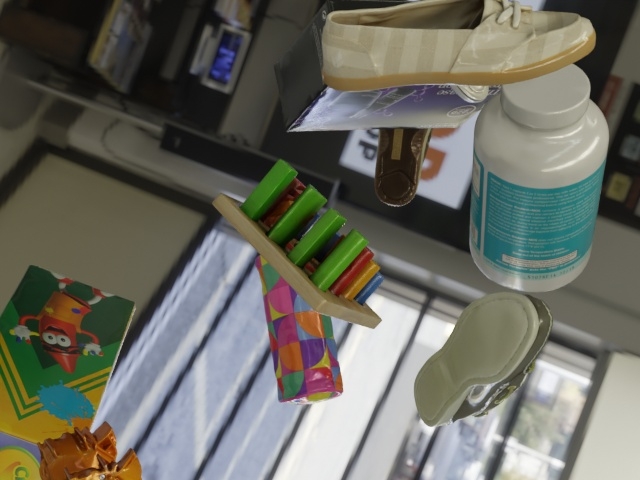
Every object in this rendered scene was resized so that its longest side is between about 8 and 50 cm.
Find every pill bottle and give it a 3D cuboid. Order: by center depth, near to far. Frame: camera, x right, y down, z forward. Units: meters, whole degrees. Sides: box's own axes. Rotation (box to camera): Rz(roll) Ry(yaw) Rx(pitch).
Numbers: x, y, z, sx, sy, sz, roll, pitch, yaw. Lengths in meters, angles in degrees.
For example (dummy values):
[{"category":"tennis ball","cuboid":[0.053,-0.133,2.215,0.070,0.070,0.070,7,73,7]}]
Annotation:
[{"category":"pill bottle","cuboid":[0.243,-0.074,1.266,0.264,0.146,0.146,84,29,-48]}]

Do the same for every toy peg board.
[{"category":"toy peg board","cuboid":[0.000,0.000,1.132,0.079,0.161,0.160,-48,156,8]}]

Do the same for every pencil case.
[{"category":"pencil case","cuboid":[-0.032,0.120,1.624,0.104,0.104,0.237,70,9,-72]}]

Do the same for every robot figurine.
[{"category":"robot figurine","cuboid":[-0.161,0.311,0.961,0.211,0.085,0.291,12,-60,68]}]

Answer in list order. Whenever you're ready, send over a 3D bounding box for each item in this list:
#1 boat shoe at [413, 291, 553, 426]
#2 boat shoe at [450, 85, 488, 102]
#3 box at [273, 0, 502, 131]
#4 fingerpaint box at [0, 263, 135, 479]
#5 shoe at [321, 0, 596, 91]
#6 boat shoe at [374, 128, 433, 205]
[{"category":"boat shoe","cuboid":[0.223,0.154,1.476,0.305,0.091,0.109,124,-43,-52]},{"category":"boat shoe","cuboid":[0.122,-0.165,0.959,0.035,0.100,0.035,-27,-169,-25]},{"category":"box","cuboid":[0.098,-0.216,1.422,0.184,0.261,0.103,147,-64,-63]},{"category":"fingerpaint box","cuboid":[-0.406,0.311,1.406,0.371,0.163,0.445,-88,-158,-66]},{"category":"shoe","cuboid":[0.107,-0.160,0.884,0.077,0.218,0.058,-94,177,-57]},{"category":"boat shoe","cuboid":[0.135,-0.185,1.763,0.095,0.095,0.258,-34,140,-78]}]
